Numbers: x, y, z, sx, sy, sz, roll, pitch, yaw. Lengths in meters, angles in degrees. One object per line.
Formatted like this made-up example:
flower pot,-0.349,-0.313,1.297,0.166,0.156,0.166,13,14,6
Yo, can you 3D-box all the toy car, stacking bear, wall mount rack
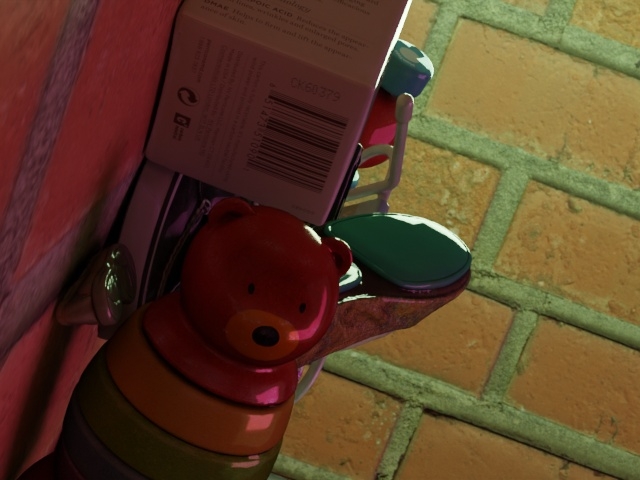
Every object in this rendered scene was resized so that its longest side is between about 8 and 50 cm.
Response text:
toy car,-0.028,-0.164,1.877,0.238,0.210,0.219,-19,150,-53
stacking bear,-0.086,0.105,1.110,0.289,0.175,0.164,-59,-165,22
wall mount rack,0.000,0.000,1.653,0.304,0.130,0.350,-16,-135,50

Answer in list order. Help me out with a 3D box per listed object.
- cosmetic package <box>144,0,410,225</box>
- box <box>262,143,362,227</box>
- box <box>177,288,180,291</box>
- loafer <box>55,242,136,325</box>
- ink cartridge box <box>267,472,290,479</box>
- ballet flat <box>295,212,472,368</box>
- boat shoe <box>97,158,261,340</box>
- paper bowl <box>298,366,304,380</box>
cosmetic package,-0.026,-0.143,1.213,0.184,0.151,0.151,-69,180,-46
box,-0.061,-0.036,1.444,0.093,0.158,0.156,94,17,-85
box,-0.171,0.088,1.768,0.225,0.036,0.136,-68,179,-64
loafer,-0.156,0.032,1.101,0.125,0.039,0.045,-83,160,-78
ink cartridge box,-0.060,0.300,1.465,0.285,0.395,0.166,107,3,-82
ballet flat,0.009,0.048,1.327,0.348,0.123,0.123,-10,125,-59
boat shoe,-0.090,-0.035,1.277,0.113,0.105,0.306,110,0,-47
paper bowl,-0.105,0.110,1.984,0.284,0.148,0.284,-160,-90,-77
